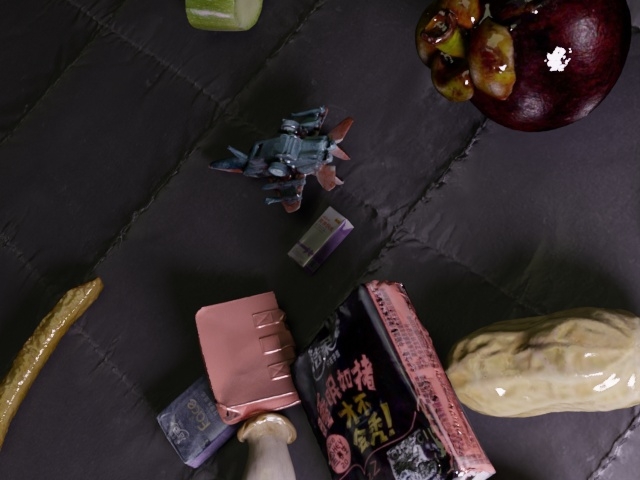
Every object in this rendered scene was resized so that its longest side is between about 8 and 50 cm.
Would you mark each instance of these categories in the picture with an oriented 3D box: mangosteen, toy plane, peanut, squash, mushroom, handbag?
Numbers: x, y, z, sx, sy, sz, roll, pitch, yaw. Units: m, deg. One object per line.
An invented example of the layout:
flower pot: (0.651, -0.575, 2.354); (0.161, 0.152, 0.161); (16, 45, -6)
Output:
mangosteen: (0.306, -0.317, 1.476); (0.347, 0.307, 0.306); (-9, 53, -14)
toy plane: (-0.091, -0.153, 1.748); (0.326, 0.104, 0.222); (3, 66, 30)
peanut: (0.318, 0.171, 1.322); (0.313, 0.152, 0.152); (-9, 60, 27)
squash: (-0.199, -0.513, 1.979); (0.123, 0.170, 0.170); (19, 74, 22)
mushroom: (-0.083, 0.372, 1.460); (0.097, 0.088, 0.212); (-14, 59, 16)
handbag: (-0.114, 0.191, 1.565); (0.157, 0.059, 0.212); (-14, 49, -9)

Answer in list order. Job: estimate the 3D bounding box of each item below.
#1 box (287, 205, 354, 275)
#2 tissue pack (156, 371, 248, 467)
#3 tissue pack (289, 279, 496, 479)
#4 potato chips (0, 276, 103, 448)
box: (0.000, 0.000, 1.655); (0.051, 0.036, 0.117); (37, 84, 37)
tissue pack: (-0.186, 0.290, 1.588); (0.156, 0.051, 0.112); (-43, 54, 1)
tissue pack: (0.096, 0.248, 1.364); (0.245, 0.123, 0.332); (-51, 49, 34)
potato chips: (-0.548, 0.237, 1.812); (0.080, 0.057, 0.407); (25, 77, 23)
